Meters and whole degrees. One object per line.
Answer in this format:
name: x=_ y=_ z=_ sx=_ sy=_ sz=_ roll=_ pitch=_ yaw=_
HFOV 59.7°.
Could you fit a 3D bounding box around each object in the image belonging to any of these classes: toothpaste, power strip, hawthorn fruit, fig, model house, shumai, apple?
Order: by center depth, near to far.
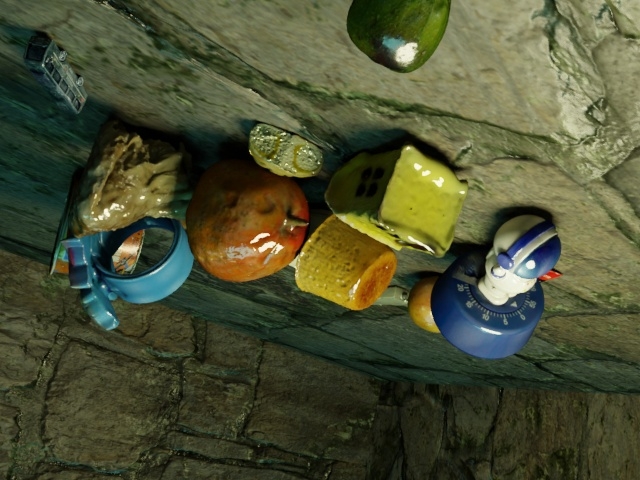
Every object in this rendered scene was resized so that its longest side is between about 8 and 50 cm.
fig: x=0.107 y=-0.290 z=0.688 sx=0.123 sy=0.123 sz=0.156 roll=22 pitch=120 yaw=-22
model house: x=0.140 y=-0.086 z=1.123 sx=0.193 sy=0.175 sz=0.234 roll=25 pitch=176 yaw=-31
hawthorn fruit: x=-0.137 y=-0.046 z=1.198 sx=0.298 sy=0.277 sz=0.277 roll=5 pitch=160 yaw=44
shumai: x=-0.389 y=-0.096 z=1.213 sx=0.262 sy=0.267 sz=0.314 roll=19 pitch=-160 yaw=-22
toothpaste: x=0.550 y=0.104 z=1.515 sx=0.071 sy=0.045 sz=0.193 roll=18 pitch=156 yaw=-38
apple: x=0.346 y=0.194 z=1.686 sx=0.182 sy=0.183 sz=0.155 roll=24 pitch=165 yaw=-27
power strip: x=0.194 y=0.200 z=1.970 sx=0.080 sy=0.048 sz=0.285 roll=31 pitch=154 yaw=-34

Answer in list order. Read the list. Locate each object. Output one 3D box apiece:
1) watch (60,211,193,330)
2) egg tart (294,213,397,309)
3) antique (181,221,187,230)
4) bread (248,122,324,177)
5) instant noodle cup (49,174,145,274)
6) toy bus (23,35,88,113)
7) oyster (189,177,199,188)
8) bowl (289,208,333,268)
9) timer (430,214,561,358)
watch: x=-0.452 y=0.052 z=1.351 sx=0.274 sy=0.305 sz=0.241 roll=-15 pitch=153 yaw=-7
egg tart: x=0.056 y=0.052 z=1.222 sx=0.170 sy=0.215 sz=0.215 roll=36 pitch=172 yaw=31
antique: x=-0.321 y=-0.065 z=1.539 sx=0.093 sy=0.088 sz=0.310 roll=-7 pitch=151 yaw=41
bread: x=-0.082 y=-0.174 z=1.130 sx=0.157 sy=0.083 sz=0.094 roll=25 pitch=169 yaw=-31
instant noodle cup: x=-0.631 y=-0.022 z=1.594 sx=0.213 sy=0.297 sz=0.296 roll=14 pitch=161 yaw=-26
toy bus: x=-0.490 y=-0.305 z=1.040 sx=0.047 sy=0.065 sz=0.166 roll=12 pitch=161 yaw=5
oyster: x=-0.231 y=-0.080 z=1.431 sx=0.259 sy=0.092 sz=0.198 roll=18 pitch=169 yaw=-24
bowl: x=0.000 y=0.000 z=1.451 sx=0.237 sy=0.127 sz=0.238 roll=12 pitch=159 yaw=5
timer: x=0.429 y=0.084 z=1.295 sx=0.270 sy=0.271 sz=0.384 roll=12 pitch=146 yaw=2
